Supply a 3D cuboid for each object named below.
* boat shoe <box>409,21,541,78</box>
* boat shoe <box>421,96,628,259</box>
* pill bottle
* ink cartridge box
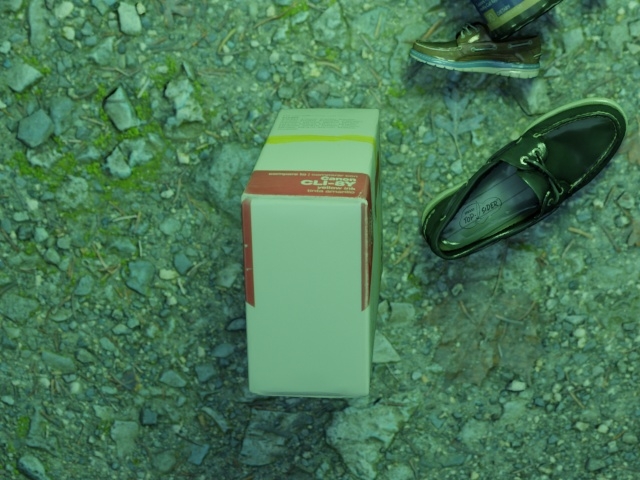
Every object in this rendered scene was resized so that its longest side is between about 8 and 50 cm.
[{"bbox_3d":[0.217,-0.270,1.669,0.183,0.066,0.066,5,109,-4],"label":"boat shoe"},{"bbox_3d":[0.288,-0.078,1.708,0.340,0.113,0.127,-28,106,19],"label":"boat shoe"},{"bbox_3d":[0.226,-0.386,1.575,0.123,0.123,0.219,-32,96,20],"label":"pill bottle"},{"bbox_3d":[0.000,0.000,1.639,0.160,0.385,0.279,0,113,5],"label":"ink cartridge box"}]
